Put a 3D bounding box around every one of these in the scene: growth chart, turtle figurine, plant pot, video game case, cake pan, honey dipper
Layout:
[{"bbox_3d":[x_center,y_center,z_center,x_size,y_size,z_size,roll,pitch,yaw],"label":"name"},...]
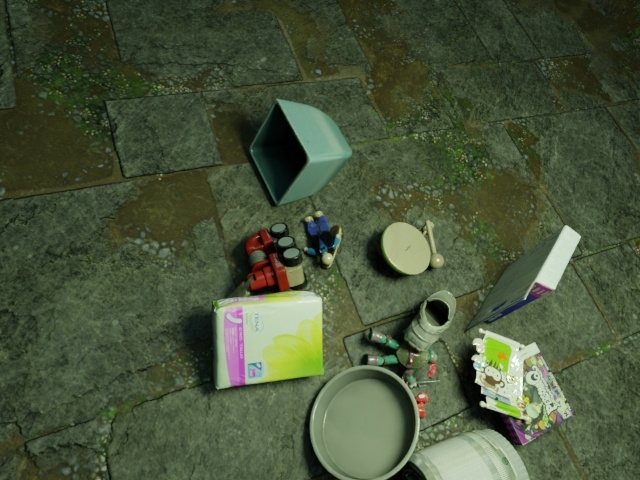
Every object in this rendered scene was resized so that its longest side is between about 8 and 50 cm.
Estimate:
[{"bbox_3d":[0.520,0.383,1.266,0.171,0.021,0.237,14,63,-4],"label":"growth chart"},{"bbox_3d":[0.255,0.336,1.298,0.234,0.118,0.175,12,62,-3],"label":"turtle figurine"},{"bbox_3d":[-0.046,-0.293,1.463,0.252,0.247,0.248,-12,67,-39],"label":"plant pot"},{"bbox_3d":[0.606,0.446,1.293,0.210,0.042,0.232,-16,71,-19],"label":"video game case"},{"bbox_3d":[0.115,0.476,1.141,0.293,0.054,0.293,-13,50,16],"label":"cake pan"},{"bbox_3d":[0.350,-0.004,1.537,0.030,0.030,0.161,38,62,5],"label":"honey dipper"}]

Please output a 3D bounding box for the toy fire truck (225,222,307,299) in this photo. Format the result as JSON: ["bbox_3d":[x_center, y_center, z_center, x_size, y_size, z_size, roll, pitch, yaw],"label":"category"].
[{"bbox_3d":[-0.181,0.088,1.282,0.246,0.159,0.217,-17,37,-11],"label":"toy fire truck"}]

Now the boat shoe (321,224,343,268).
[{"bbox_3d":[0.047,0.025,1.426,0.049,0.056,0.152,33,66,-39],"label":"boat shoe"}]

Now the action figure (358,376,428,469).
[{"bbox_3d":[0.184,0.490,1.207,0.280,0.091,0.139,-32,85,-26],"label":"action figure"}]

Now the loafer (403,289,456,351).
[{"bbox_3d":[0.354,0.223,1.324,0.112,0.111,0.319,38,32,13],"label":"loafer"}]

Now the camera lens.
[{"bbox_3d":[0.356,0.624,1.115,0.274,0.219,0.219,-11,68,-20],"label":"camera lens"}]

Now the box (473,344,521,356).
[{"bbox_3d":[0.572,0.402,1.371,0.137,0.072,0.126,-1,64,-15],"label":"box"}]

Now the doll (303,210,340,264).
[{"bbox_3d":[0.000,0.000,1.407,0.129,0.046,0.189,-27,56,10],"label":"doll"}]

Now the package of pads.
[{"bbox_3d":[-0.140,0.257,1.180,0.296,0.101,0.229,-2,97,-18],"label":"package of pads"}]

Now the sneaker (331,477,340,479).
[{"bbox_3d":[0.103,0.638,1.128,0.175,0.067,0.064,5,65,-11],"label":"sneaker"}]

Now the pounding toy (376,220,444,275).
[{"bbox_3d":[0.279,0.040,1.461,0.236,0.110,0.183,-8,71,-30],"label":"pounding toy"}]

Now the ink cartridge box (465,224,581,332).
[{"bbox_3d":[0.628,0.144,1.370,0.071,0.324,0.330,39,61,8],"label":"ink cartridge box"}]
